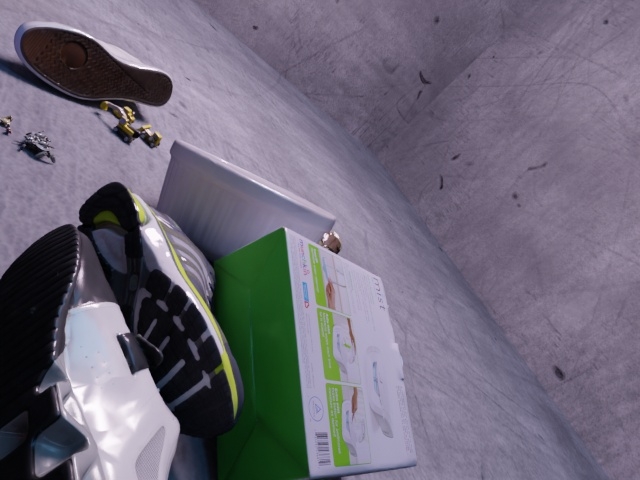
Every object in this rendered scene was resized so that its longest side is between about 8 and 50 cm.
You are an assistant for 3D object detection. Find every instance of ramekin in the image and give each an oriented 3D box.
[{"bbox_3d":[-0.122,-0.040,0.716,0.273,0.127,0.273,27,6,-3],"label":"ramekin"}]

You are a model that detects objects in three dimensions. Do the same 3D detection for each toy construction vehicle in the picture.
[{"bbox_3d":[-0.342,-0.214,0.845,0.098,0.035,0.086,46,19,-4],"label":"toy construction vehicle"}]

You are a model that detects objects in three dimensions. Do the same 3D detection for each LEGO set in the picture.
[{"bbox_3d":[-0.387,-0.140,0.617,0.083,0.023,0.054,36,22,-31],"label":"LEGO set"}]

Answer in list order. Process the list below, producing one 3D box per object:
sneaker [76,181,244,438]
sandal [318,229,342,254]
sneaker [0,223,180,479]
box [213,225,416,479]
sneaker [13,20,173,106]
[{"bbox_3d":[-0.153,0.064,0.504,0.300,0.111,0.121,58,16,24],"label":"sneaker"},{"bbox_3d":[-0.001,-0.001,1.073,0.120,0.086,0.303,47,19,-1],"label":"sandal"},{"bbox_3d":[-0.195,0.131,0.383,0.146,0.122,0.330,49,12,-51],"label":"sneaker"},{"bbox_3d":[-0.003,0.150,0.573,0.231,0.127,0.262,28,46,-50],"label":"box"},{"bbox_3d":[-0.414,-0.311,0.829,0.123,0.106,0.290,30,12,24],"label":"sneaker"}]
